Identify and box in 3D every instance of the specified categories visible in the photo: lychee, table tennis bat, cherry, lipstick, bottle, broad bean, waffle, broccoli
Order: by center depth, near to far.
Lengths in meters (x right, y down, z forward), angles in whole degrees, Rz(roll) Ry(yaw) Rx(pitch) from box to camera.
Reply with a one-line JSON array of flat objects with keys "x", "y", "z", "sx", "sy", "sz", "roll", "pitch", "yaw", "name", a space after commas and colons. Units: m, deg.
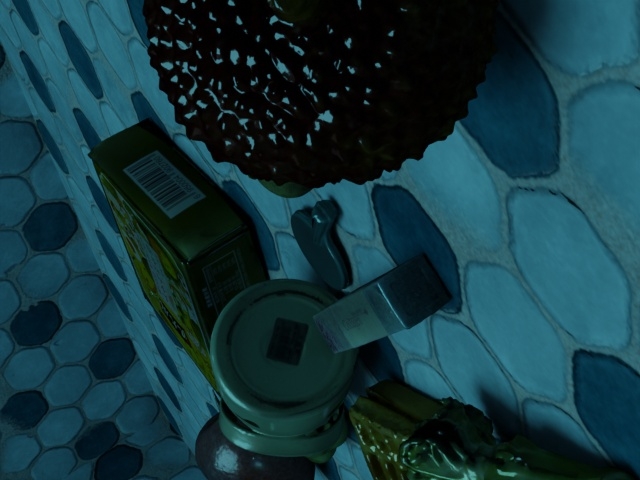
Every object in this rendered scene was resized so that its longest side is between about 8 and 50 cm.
[{"x": 0.002, "y": -0.175, "z": 0.860, "sx": 0.275, "sy": 0.276, "sz": 0.304, "roll": 60, "pitch": -172, "yaw": -3, "name": "lychee"}, {"x": 0.220, "y": 0.260, "z": 1.217, "sx": 0.304, "sy": 0.145, "sz": 0.165, "roll": -5, "pitch": 105, "yaw": 59, "name": "broccoli"}, {"x": 0.067, "y": 0.085, "z": 1.404, "sx": 0.066, "sy": 0.068, "sz": 0.317, "roll": 58, "pitch": 163, "yaw": 2, "name": "lipstick"}, {"x": 0.000, "y": 0.000, "z": 1.508, "sx": 0.124, "sy": 0.033, "sz": 0.201, "roll": 52, "pitch": 163, "yaw": 17, "name": "table tennis bat"}, {"x": 0.164, "y": 0.357, "z": 1.540, "sx": 0.224, "sy": 0.098, "sz": 0.327, "roll": 15, "pitch": 134, "yaw": 63, "name": "waffle"}, {"x": -0.059, "y": 0.213, "z": 1.711, "sx": 0.229, "sy": 0.229, "sz": 0.351, "roll": 54, "pitch": 165, "yaw": 15, "name": "bottle"}, {"x": -0.026, "y": 0.306, "z": 1.965, "sx": 0.169, "sy": 0.100, "sz": 0.228, "roll": 63, "pitch": 165, "yaw": 13, "name": "broad bean"}, {"x": -0.138, "y": 0.412, "z": 2.246, "sx": 0.285, "sy": 0.213, "sz": 0.236, "roll": 53, "pitch": 172, "yaw": -11, "name": "cherry"}]

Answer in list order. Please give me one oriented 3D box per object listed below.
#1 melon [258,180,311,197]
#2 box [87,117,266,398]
[{"x": -0.039, "y": -0.107, "z": 1.333, "sx": 0.098, "sy": 0.098, "sz": 0.130, "roll": 44, "pitch": 162, "yaw": 40, "name": "melon"}, {"x": -0.230, "y": 0.045, "z": 2.025, "sx": 0.373, "sy": 0.138, "sz": 0.420, "roll": 44, "pitch": 156, "yaw": 40, "name": "box"}]
